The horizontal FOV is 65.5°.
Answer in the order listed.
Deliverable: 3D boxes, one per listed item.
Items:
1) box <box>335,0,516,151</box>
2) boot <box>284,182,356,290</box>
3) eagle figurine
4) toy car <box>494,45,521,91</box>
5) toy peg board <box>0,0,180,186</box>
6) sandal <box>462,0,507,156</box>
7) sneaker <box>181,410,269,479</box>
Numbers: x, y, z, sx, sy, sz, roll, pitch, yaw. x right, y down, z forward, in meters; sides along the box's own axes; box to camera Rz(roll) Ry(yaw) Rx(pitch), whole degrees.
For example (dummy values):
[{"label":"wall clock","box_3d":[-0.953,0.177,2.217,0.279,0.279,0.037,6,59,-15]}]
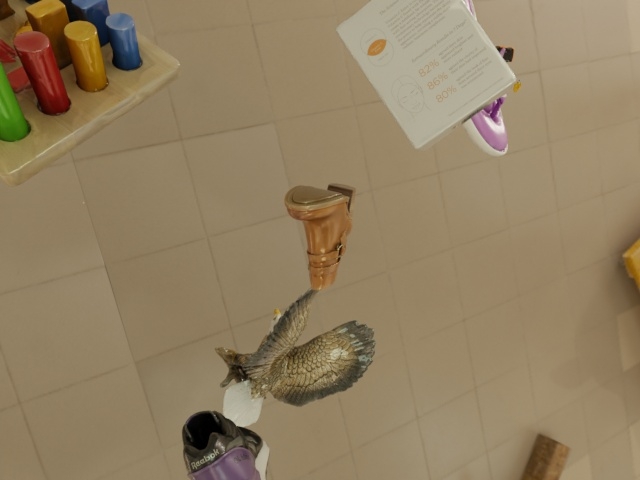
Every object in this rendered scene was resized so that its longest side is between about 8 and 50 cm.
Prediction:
[{"label":"box","box_3d":[0.124,-0.212,0.587,0.130,0.091,0.170,-33,87,18]},{"label":"boot","box_3d":[0.000,0.000,0.718,0.197,0.073,0.152,-17,121,-63]},{"label":"eagle figurine","box_3d":[-0.068,0.226,1.005,0.226,0.298,0.225,-3,73,-62]},{"label":"toy car","box_3d":[0.476,-0.441,1.269,0.040,0.060,0.122,-39,121,-38]},{"label":"toy peg board","box_3d":[-0.216,-0.150,0.352,0.161,0.079,0.160,36,59,9]},{"label":"sandal","box_3d":[0.318,-0.377,1.018,0.169,0.102,0.416,-8,80,-41]},{"label":"sneaker","box_3d":[-0.139,0.288,0.711,0.107,0.283,0.124,-26,91,-15]}]
